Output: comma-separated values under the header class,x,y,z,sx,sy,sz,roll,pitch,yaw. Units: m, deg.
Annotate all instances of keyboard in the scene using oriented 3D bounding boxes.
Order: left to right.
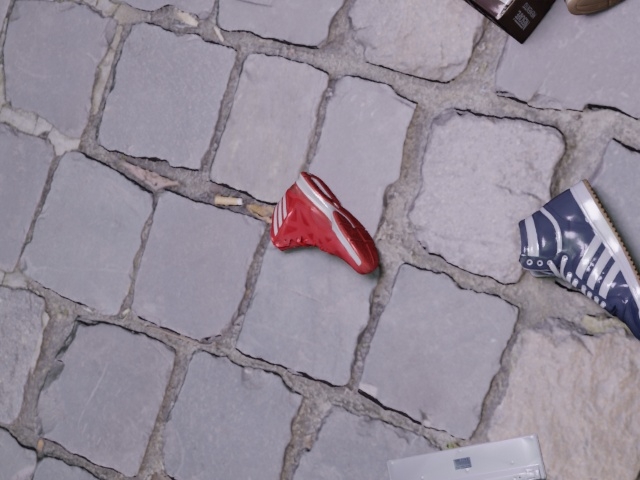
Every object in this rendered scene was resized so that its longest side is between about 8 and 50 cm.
class,x,y,z,sx,sy,sz,roll,pitch,yaw
keyboard,0.232,0.369,1.855,0.256,0.014,0.072,-15,75,20

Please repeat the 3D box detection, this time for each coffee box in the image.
class,x,y,z,sx,sy,sz,roll,pitch,yaw
coffee box,0.231,-0.462,1.846,0.297,0.168,0.119,42,101,21

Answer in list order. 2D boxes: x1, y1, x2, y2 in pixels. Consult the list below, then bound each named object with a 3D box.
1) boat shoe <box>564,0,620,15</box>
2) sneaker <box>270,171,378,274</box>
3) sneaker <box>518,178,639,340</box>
class,x,y,z,sx,sy,sz,roll,pitch,yaw
boat shoe,0.491,-0.459,1.780,0.285,0.103,0.092,-35,68,12
sneaker,0.000,0.000,1.955,0.128,0.087,0.221,-47,58,21
sneaker,0.406,0.060,1.762,0.153,0.099,0.282,-28,68,13
